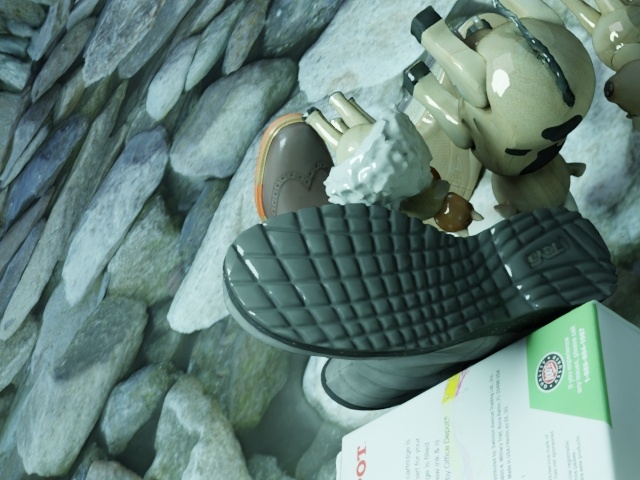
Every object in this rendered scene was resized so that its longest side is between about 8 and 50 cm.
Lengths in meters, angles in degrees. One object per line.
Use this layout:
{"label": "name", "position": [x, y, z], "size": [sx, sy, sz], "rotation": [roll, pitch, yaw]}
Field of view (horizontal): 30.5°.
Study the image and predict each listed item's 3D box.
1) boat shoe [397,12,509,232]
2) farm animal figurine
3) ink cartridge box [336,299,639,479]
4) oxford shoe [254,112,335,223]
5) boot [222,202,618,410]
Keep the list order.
{"label": "boat shoe", "position": [0.119, -0.106, 1.235], "size": [0.285, 0.102, 0.092], "rotation": [-64, 11, 7]}
{"label": "farm animal figurine", "position": [0.175, -0.106, 0.960], "size": [0.330, 0.327, 0.172], "rotation": [-41, 76, 7]}
{"label": "ink cartridge box", "position": [0.141, 0.204, 0.881], "size": [0.278, 0.117, 0.201], "rotation": [-36, 36, 37]}
{"label": "oxford shoe", "position": [0.000, 0.000, 1.220], "size": [0.096, 0.271, 0.098], "rotation": [-21, 30, -19]}
{"label": "boot", "position": [0.050, 0.075, 0.918], "size": [0.223, 0.338, 0.118], "rotation": [-48, 48, 49]}
